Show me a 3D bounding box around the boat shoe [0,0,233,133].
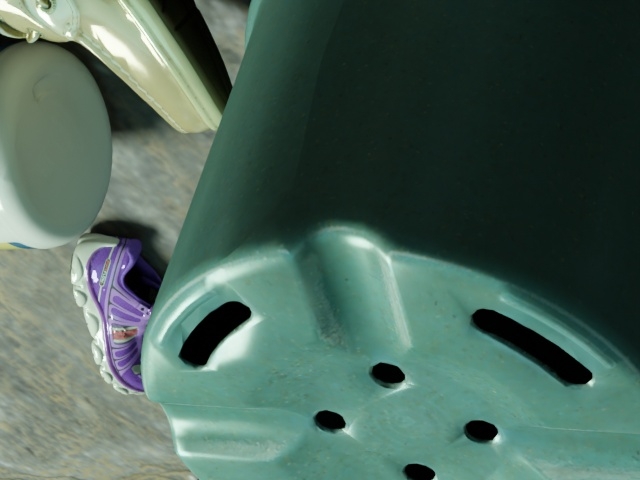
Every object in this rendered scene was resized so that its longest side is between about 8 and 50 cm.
[{"bbox_3d":[-0.169,-0.172,0.768,0.098,0.109,0.302,-36,112,13],"label":"boat shoe"}]

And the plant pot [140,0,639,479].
[{"bbox_3d":[0.078,-0.022,0.680,0.341,0.334,0.341,12,137,11],"label":"plant pot"}]

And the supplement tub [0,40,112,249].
[{"bbox_3d":[-0.266,-0.064,0.910,0.199,0.144,0.144,-1,133,23],"label":"supplement tub"}]

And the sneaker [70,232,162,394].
[{"bbox_3d":[-0.155,0.066,1.062,0.071,0.068,0.170,-1,133,14],"label":"sneaker"}]

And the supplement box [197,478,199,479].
[{"bbox_3d":[-0.027,0.309,1.165,0.191,0.194,0.129,-2,133,24],"label":"supplement box"}]
